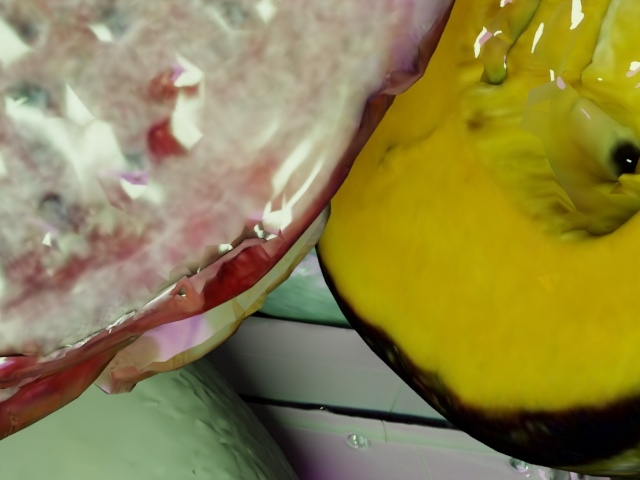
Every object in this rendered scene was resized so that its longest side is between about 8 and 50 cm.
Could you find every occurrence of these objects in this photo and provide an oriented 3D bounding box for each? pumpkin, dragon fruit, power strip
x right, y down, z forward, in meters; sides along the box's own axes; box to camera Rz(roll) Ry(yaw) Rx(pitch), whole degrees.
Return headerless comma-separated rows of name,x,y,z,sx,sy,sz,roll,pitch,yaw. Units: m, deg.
pumpkin,0.146,-0.098,0.466,0.232,0.242,0.325,2,137,-39
dragon fruit,-0.105,-0.104,0.433,0.314,0.263,0.296,-40,95,-7
power strip,-0.030,0.070,0.665,0.278,0.037,0.109,6,140,26

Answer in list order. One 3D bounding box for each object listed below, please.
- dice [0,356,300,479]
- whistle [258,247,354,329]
dice,-0.187,0.149,0.599,0.304,0.277,0.304,24,142,1
whistle,0.000,0.000,0.640,0.312,0.062,0.062,21,131,-15
